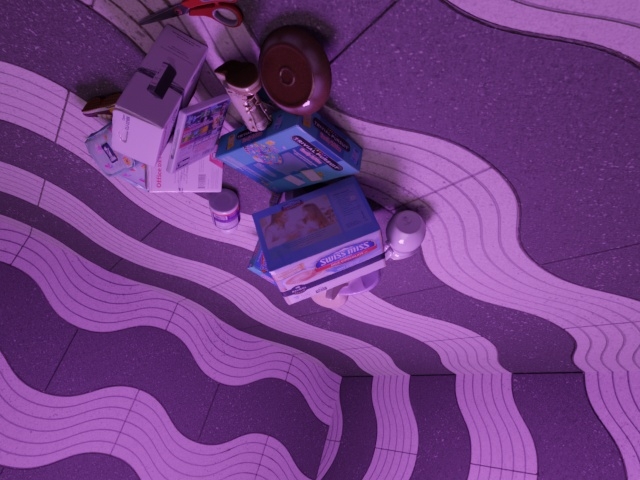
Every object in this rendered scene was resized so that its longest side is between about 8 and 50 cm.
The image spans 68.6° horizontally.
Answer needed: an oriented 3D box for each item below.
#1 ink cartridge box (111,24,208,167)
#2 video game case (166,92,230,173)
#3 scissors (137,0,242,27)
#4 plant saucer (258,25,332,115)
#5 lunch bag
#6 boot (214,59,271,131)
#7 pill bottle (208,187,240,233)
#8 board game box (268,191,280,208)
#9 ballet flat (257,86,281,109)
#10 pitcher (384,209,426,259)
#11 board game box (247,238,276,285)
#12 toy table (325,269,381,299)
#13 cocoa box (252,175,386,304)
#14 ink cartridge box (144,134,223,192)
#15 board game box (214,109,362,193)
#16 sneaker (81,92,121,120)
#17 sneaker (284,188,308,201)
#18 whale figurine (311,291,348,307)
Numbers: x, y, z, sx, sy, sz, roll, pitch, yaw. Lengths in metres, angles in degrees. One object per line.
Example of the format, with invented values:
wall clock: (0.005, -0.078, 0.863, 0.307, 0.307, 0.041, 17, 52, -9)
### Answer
ink cartridge box: (-0.392, -0.345, 1.144, 0.114, 0.273, 0.197, 26, 152, -15)
video game case: (-0.321, -0.284, 1.239, 0.023, 0.201, 0.183, 33, 126, 7)
scissors: (-0.306, -0.524, 1.041, 0.297, 0.021, 0.109, 10, 155, 18)
plant saucer: (-0.068, -0.375, 1.060, 0.198, 0.036, 0.199, 19, 129, 25)
lunch bag: (-0.587, -0.277, 1.496, 0.223, 0.160, 0.262, -9, 152, 42)
boot: (-0.168, -0.337, 1.127, 0.213, 0.077, 0.165, 42, 164, 51)
pill bottle: (-0.356, -0.103, 1.766, 0.108, 0.108, 0.193, 17, 154, 2)
board game box: (-0.151, -0.135, 1.586, 0.026, 0.103, 0.154, 19, 154, -3)
ballet flat: (-0.113, -0.362, 1.215, 0.114, 0.041, 0.041, 23, 153, -10)
pitcher: (0.253, 0.000, 1.533, 0.125, 0.177, 0.207, 53, 167, 22)
board game box: (-0.192, 0.095, 1.984, 0.210, 0.160, 0.047, 34, 148, -31)
toy table: (0.076, 0.114, 1.796, 0.274, 0.252, 0.161, -12, 159, 25)
cocoa box: (0.000, 0.000, 1.454, 0.347, 0.231, 0.228, -21, 147, -1)
ink cartridge box: (-0.410, -0.230, 1.404, 0.218, 0.159, 0.092, -4, -152, -27)
board game box: (-0.091, -0.246, 1.326, 0.336, 0.079, 0.254, -9, 153, 41)
sneaker: (-0.650, -0.392, 1.438, 0.185, 0.069, 0.084, 3, 149, 30)
sneaker: (-0.097, -0.084, 1.647, 0.169, 0.108, 0.292, 0, 150, 25)
whale figurine: (0.052, 0.167, 2.044, 0.216, 0.141, 0.272, 14, 129, 7)
